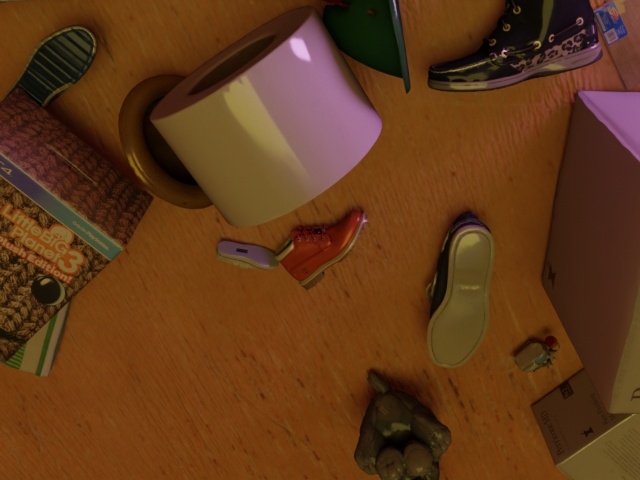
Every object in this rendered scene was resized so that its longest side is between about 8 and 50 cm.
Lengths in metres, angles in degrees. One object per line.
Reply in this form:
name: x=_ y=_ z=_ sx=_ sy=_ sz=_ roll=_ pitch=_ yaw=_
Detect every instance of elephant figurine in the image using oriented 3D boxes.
elephant figurine: x=0.153 y=0.377 z=1.257 sx=0.169 sy=0.186 sz=0.239 roll=14 pitch=152 yaw=30

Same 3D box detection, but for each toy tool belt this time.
toy tool belt: x=0.369 y=0.190 z=1.217 sx=0.083 sy=0.052 sz=0.051 roll=-43 pitch=141 yaw=23

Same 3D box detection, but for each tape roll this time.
tape roll: x=-0.067 y=-0.156 z=0.917 sx=0.246 sy=0.246 sz=0.169 roll=-29 pitch=114 yaw=14

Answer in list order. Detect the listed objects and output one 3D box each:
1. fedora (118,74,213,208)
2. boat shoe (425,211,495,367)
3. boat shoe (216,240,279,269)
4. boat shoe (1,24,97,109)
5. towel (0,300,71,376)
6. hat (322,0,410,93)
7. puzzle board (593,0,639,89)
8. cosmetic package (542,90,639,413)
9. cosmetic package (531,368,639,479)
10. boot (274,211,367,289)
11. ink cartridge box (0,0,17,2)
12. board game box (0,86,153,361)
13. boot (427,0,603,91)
fedora: x=-0.206 y=-0.131 z=1.004 sx=0.079 sy=0.194 sz=0.194 roll=-9 pitch=123 yaw=44
boat shoe: x=0.214 y=0.080 z=1.137 sx=0.095 sy=0.079 sz=0.255 roll=1 pitch=115 yaw=2
boat shoe: x=-0.116 y=0.029 z=1.138 sx=0.100 sy=0.035 sz=0.035 roll=12 pitch=144 yaw=-11
boat shoe: x=-0.364 y=-0.230 z=0.980 sx=0.183 sy=0.066 sz=0.066 roll=-35 pitch=115 yaw=22
towel: x=-0.565 y=0.075 z=1.157 sx=0.324 sy=0.038 sz=0.248 roll=20 pitch=115 yaw=-9
hat: x=0.010 y=-0.269 z=0.919 sx=0.183 sy=0.209 sz=0.173 roll=-9 pitch=140 yaw=10
puzzle board: x=0.438 y=-0.284 z=0.988 sx=0.096 sy=0.011 sz=0.128 roll=-30 pitch=113 yaw=16
cosmetic package: x=0.547 y=0.005 z=0.960 sx=0.393 sy=0.327 sz=0.329 roll=0 pitch=118 yaw=1
cosmetic package: x=0.488 y=0.318 z=1.219 sx=0.183 sy=0.151 sz=0.151 roll=-42 pitch=110 yaw=18
boot: x=0.000 y=0.000 z=1.108 sx=0.084 sy=0.059 sz=0.158 roll=41 pitch=111 yaw=-14
ink cartridge box: x=-0.385 y=-0.336 z=0.885 sx=0.190 sy=0.140 sz=0.082 roll=-6 pitch=115 yaw=2
board game box: x=-0.422 y=-0.014 z=0.995 sx=0.232 sy=0.141 sz=0.291 roll=41 pitch=116 yaw=-19
boot: x=0.244 y=-0.297 z=0.941 sx=0.236 sy=0.085 sz=0.179 roll=-13 pitch=115 yaw=-1
